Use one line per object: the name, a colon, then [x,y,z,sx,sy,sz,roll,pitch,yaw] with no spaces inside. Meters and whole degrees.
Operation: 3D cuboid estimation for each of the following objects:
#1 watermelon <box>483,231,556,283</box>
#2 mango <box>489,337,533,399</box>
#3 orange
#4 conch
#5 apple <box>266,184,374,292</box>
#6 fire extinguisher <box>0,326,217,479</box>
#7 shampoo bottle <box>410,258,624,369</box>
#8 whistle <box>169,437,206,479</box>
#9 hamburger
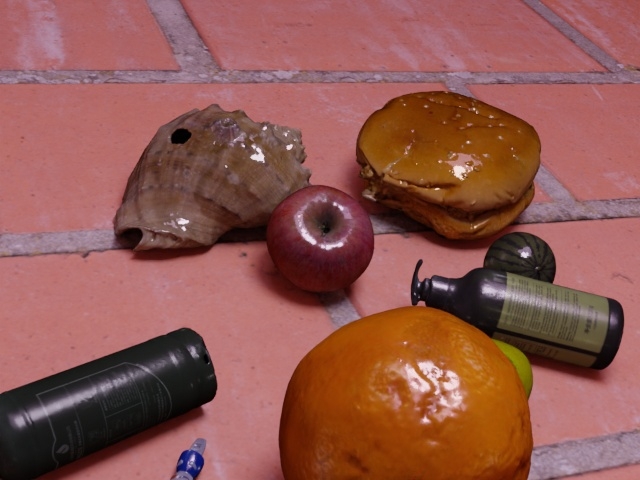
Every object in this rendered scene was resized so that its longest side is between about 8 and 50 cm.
watermelon: [0.292,0.039,1.366,0.105,0.105,0.133,3,-1,-13]
mango: [0.184,0.169,1.175,0.163,0.089,0.117,4,35,-11]
orange: [0.084,0.196,0.957,0.261,0.261,0.261,9,35,-6]
conch: [-0.164,-0.106,1.393,0.324,0.186,0.263,-21,29,-40]
apple: [0.000,0.000,1.315,0.154,0.120,0.153,7,57,-11]
fire extinguisher: [-0.259,0.177,1.007,0.311,0.114,0.095,-20,38,-36]
shampoo bottle: [0.260,0.096,1.292,0.284,0.101,0.101,14,35,2]
whistle: [-0.140,0.244,1.018,0.033,0.029,0.083,1,36,16]
hamburger: [0.203,-0.130,1.538,0.290,0.170,0.314,22,37,24]
